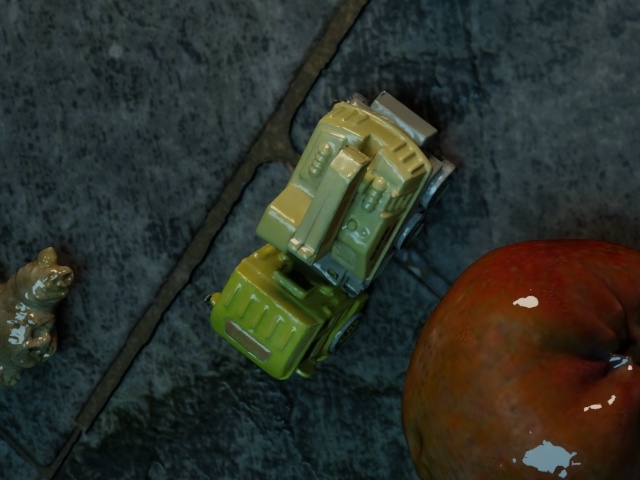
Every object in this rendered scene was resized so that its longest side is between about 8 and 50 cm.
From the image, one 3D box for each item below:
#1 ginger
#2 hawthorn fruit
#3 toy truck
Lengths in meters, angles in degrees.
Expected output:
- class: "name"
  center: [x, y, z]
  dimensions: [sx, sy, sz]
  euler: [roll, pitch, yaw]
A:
- class: "ginger"
  center: [-0.331, 0.084, 2.058]
  dimensions: [0.213, 0.074, 0.137]
  euler: [-9, 102, 26]
- class: "hawthorn fruit"
  center: [0.186, 0.144, 1.675]
  dimensions: [0.298, 0.277, 0.277]
  euler: [-26, 93, 43]
- class: "toy truck"
  center: [0.000, 0.000, 1.785]
  dimensions: [0.124, 0.157, 0.272]
  euler: [39, 121, 13]
